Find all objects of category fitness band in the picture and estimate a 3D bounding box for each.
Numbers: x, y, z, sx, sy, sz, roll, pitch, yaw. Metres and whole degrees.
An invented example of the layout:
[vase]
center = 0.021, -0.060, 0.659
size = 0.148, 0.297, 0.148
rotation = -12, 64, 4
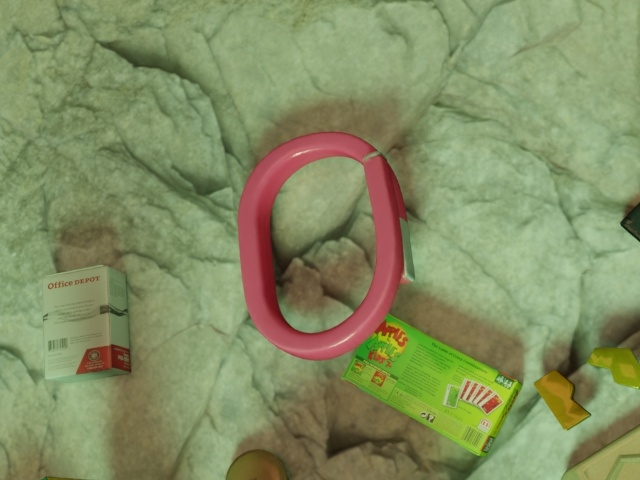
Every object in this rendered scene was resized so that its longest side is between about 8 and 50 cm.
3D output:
[fitness band]
center = 0.000, 0.000, 1.238
size = 0.209, 0.054, 0.290
rotation = -18, 61, 21

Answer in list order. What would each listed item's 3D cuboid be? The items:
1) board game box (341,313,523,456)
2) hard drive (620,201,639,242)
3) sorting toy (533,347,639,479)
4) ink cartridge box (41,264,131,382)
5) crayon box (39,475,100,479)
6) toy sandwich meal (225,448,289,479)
[board game box]
center = 0.125, 0.160, 1.180
size = 0.181, 0.043, 0.092
rotation = 27, 86, 24
[hard drive]
center = 0.411, -0.036, 1.139
size = 0.135, 0.022, 0.094
rotation = -46, 66, 4
[sorting toy]
center = 0.372, 0.237, 1.078
size = 0.229, 0.041, 0.307
rotation = -37, 67, 12
[ink cartridge box]
center = -0.301, 0.109, 1.340
size = 0.099, 0.056, 0.135
rotation = -10, 73, 17
[crayon box]
center = -0.227, 0.352, 1.129
size = 0.081, 0.278, 0.165
rotation = -31, 68, 9
[toy sandwich meal]
center = -0.075, 0.289, 1.229
size = 0.086, 0.029, 0.085
rotation = -6, 70, 16
